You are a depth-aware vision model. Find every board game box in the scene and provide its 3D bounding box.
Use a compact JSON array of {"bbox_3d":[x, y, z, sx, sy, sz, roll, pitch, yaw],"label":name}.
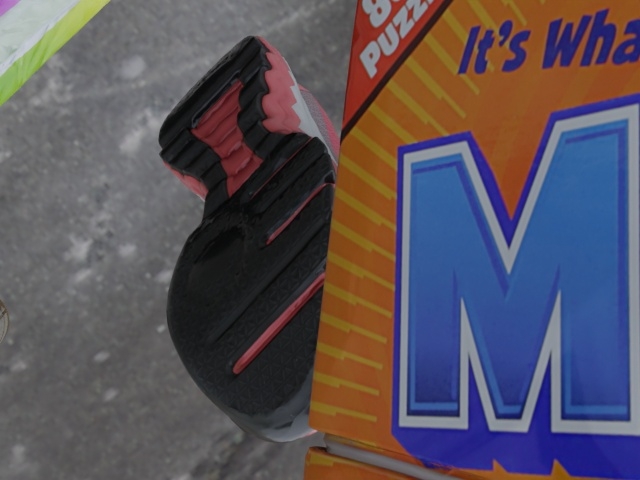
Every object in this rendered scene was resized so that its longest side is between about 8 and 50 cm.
[{"bbox_3d":[0.240,0.093,0.388,0.356,0.356,0.357,8,87,-38],"label":"board game box"}]

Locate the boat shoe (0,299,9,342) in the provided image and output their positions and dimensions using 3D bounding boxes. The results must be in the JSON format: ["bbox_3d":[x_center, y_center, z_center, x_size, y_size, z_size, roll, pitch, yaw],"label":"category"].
[{"bbox_3d":[-0.295,0.047,0.971,0.056,0.049,0.152,-55,154,-14],"label":"boat shoe"}]

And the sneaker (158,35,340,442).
[{"bbox_3d":[0.000,-0.001,0.680,0.116,0.314,0.136,-42,120,19],"label":"sneaker"}]

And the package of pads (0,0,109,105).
[{"bbox_3d":[-0.244,-0.265,0.931,0.296,0.229,0.101,-51,171,-25],"label":"package of pads"}]
